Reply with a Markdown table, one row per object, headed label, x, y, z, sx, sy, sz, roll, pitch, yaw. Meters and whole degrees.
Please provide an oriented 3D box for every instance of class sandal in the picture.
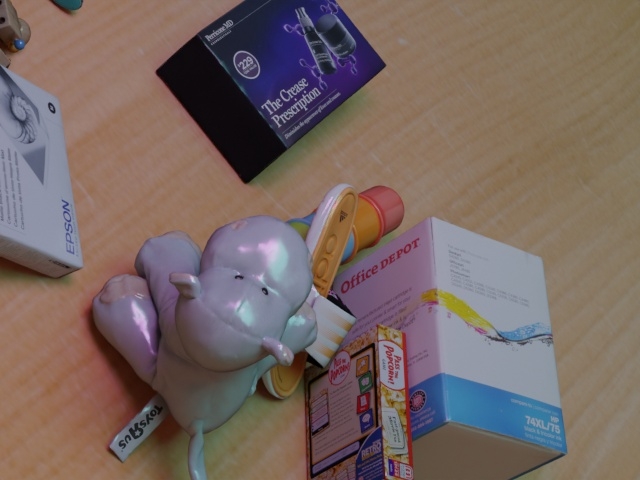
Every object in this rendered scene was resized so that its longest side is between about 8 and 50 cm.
| label | x | y | z | sx | sy | sz | roll | pitch | yaw |
| --- | --- | --- | --- | --- | --- | --- | --- | --- | --- |
| sandal | 0.006 | 0.064 | 1.948 | 0.102 | 0.076 | 0.265 | 23 | 86 | -62 |

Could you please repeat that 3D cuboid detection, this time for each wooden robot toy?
| label | x | y | z | sx | sy | sz | roll | pitch | yaw |
| --- | --- | --- | --- | --- | --- | --- | --- | --- | --- |
| wooden robot toy | -0.371 | -0.251 | 1.928 | 0.079 | 0.076 | 0.173 | 47 | 27 | -66 |

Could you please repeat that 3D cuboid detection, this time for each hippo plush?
| label | x | y | z | sx | sy | sz | roll | pitch | yaw |
| --- | --- | --- | --- | --- | --- | --- | --- | --- | --- |
| hippo plush | -0.128 | 0.076 | 1.761 | 0.234 | 0.236 | 0.294 | 31 | 63 | 5 |

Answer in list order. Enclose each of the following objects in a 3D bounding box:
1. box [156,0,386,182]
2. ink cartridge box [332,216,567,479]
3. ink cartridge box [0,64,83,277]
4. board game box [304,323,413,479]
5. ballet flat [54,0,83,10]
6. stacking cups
| label | x | y | z | sx | sy | sz | roll | pitch | yaw |
| --- | --- | --- | --- | --- | --- | --- | --- | --- | --- |
| box | -0.059 | -0.222 | 2.146 | 0.184 | 0.103 | 0.261 | 49 | 43 | -3 |
| ink cartridge box | 0.152 | 0.149 | 2.033 | 0.197 | 0.198 | 0.270 | 19 | 55 | -33 |
| ink cartridge box | -0.348 | -0.090 | 1.789 | 0.224 | 0.045 | 0.223 | 27 | 46 | -57 |
| board game box | 0.042 | 0.214 | 1.933 | 0.045 | 0.146 | 0.194 | 20 | 54 | -32 |
| ballet flat | -0.330 | -0.325 | 2.013 | 0.114 | 0.041 | 0.041 | 39 | 45 | -18 |
| stacking cups | 0.000 | 0.000 | 2.062 | 0.316 | 0.096 | 0.096 | -29 | 86 | -47 |
